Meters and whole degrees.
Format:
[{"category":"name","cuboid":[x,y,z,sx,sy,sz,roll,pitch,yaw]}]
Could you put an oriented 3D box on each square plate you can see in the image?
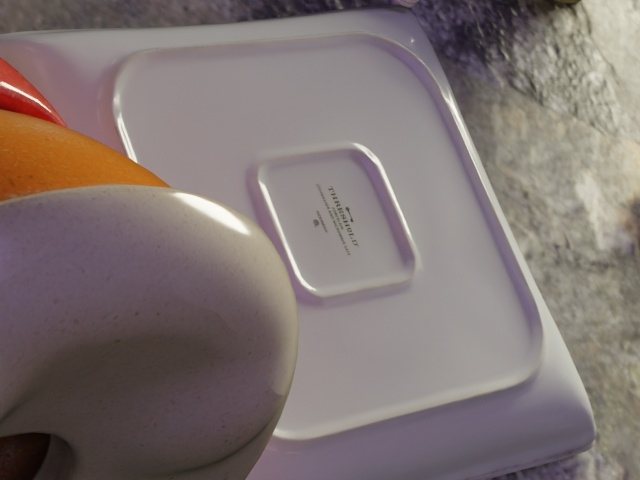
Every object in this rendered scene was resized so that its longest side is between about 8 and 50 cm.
[{"category":"square plate","cuboid":[0.000,0.000,1.051,0.344,0.049,0.347,-10,70,-38]}]

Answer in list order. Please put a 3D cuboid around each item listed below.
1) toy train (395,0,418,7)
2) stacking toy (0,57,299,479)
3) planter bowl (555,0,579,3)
[{"category":"toy train","cuboid":[-0.003,-0.220,1.181,0.166,0.046,0.125,25,54,-17]},{"category":"stacking toy","cuboid":[-0.269,-0.026,0.776,0.350,0.351,0.480,-16,55,-39]},{"category":"planter bowl","cuboid":[0.207,-0.251,1.296,0.162,0.109,0.162,16,57,-25]}]
